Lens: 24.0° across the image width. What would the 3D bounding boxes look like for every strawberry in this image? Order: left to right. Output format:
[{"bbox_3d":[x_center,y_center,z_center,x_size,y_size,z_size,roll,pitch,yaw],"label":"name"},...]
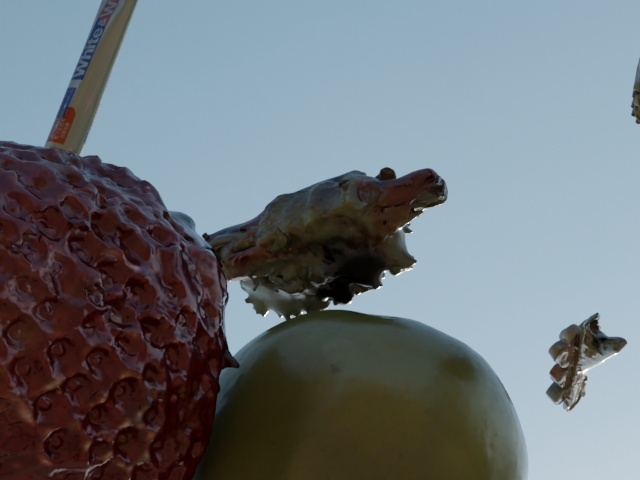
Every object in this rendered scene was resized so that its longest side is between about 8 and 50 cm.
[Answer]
[{"bbox_3d":[-0.218,0.067,1.045,0.292,0.292,0.310,-44,-41,23],"label":"strawberry"}]

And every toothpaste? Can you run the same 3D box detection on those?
[{"bbox_3d":[-0.197,-0.153,1.320,0.052,0.218,0.033,4,-20,42],"label":"toothpaste"}]

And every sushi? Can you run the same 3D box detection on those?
[{"bbox_3d":[0.001,0.004,1.244,0.226,0.097,0.103,-24,-82,16],"label":"sushi"}]

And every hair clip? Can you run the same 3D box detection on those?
[{"bbox_3d":[0.251,0.119,1.485,0.062,0.214,0.056,-42,-103,-17],"label":"hair clip"}]

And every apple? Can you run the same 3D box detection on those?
[{"bbox_3d":[0.024,0.181,1.145,0.262,0.262,0.262,-1,-57,-1],"label":"apple"}]

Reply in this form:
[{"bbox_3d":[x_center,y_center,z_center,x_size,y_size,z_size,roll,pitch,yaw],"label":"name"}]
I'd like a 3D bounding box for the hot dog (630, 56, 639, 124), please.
[{"bbox_3d":[0.336,-0.187,1.216,0.144,0.075,0.268,9,-51,3],"label":"hot dog"}]
